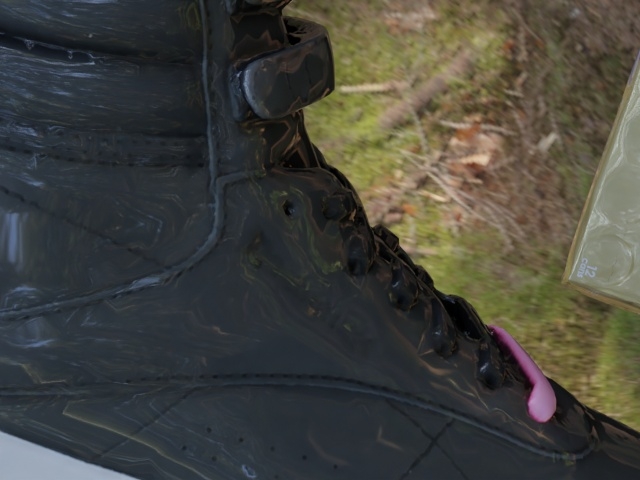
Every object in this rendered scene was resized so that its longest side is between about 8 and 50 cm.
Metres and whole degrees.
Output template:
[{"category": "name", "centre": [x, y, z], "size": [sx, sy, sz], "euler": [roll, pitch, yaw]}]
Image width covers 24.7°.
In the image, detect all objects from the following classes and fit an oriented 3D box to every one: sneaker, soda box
[{"category": "sneaker", "centre": [0.000, 0.000, 0.357], "size": [0.295, 0.104, 0.147], "euler": [19, 100, -15]}, {"category": "soda box", "centre": [0.169, -0.055, 0.679], "size": [0.061, 0.058, 0.181], "euler": [19, 89, 6]}]
